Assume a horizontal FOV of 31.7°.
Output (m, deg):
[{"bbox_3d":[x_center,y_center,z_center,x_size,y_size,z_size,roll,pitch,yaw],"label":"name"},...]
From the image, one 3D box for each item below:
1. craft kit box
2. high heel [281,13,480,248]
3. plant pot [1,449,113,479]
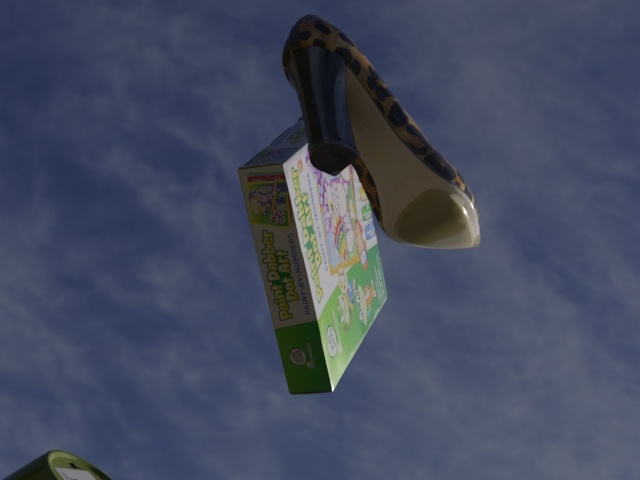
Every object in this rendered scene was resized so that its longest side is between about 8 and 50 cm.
[{"bbox_3d":[0.000,0.000,1.225,0.061,0.246,0.250,-5,-70,22],"label":"craft kit box"},{"bbox_3d":[0.067,-0.103,1.072,0.093,0.186,0.261,-31,-41,26],"label":"high heel"},{"bbox_3d":[-0.347,0.397,1.286,0.274,0.275,0.293,39,-87,-9],"label":"plant pot"}]
